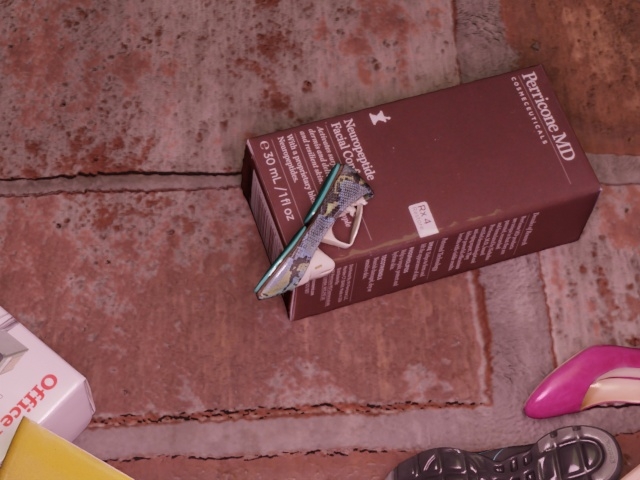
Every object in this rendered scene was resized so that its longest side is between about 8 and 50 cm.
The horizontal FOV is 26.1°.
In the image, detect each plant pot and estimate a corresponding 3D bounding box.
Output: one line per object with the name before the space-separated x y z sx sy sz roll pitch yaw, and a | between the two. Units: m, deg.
plant pot | -0.237 0.323 1.390 0.212 0.212 0.187 28 78 11

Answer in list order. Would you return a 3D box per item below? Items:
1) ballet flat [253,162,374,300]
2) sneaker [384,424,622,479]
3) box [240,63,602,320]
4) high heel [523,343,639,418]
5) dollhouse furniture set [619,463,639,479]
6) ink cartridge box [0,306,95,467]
ballet flat | 0.000 0.000 1.493 0.070 0.070 0.188 29 68 11
sneaker | 0.199 0.272 1.498 0.267 0.106 0.101 -11 67 13
box | 0.116 -0.058 1.638 0.381 0.143 0.191 -15 65 -13
high heel | 0.352 0.174 1.563 0.244 0.082 0.117 -18 54 -26
dollhouse furniture set | 0.370 0.437 1.327 0.362 0.256 0.394 -33 69 -18
ink cartridge box | -0.412 0.157 1.503 0.273 0.115 0.198 37 66 15
